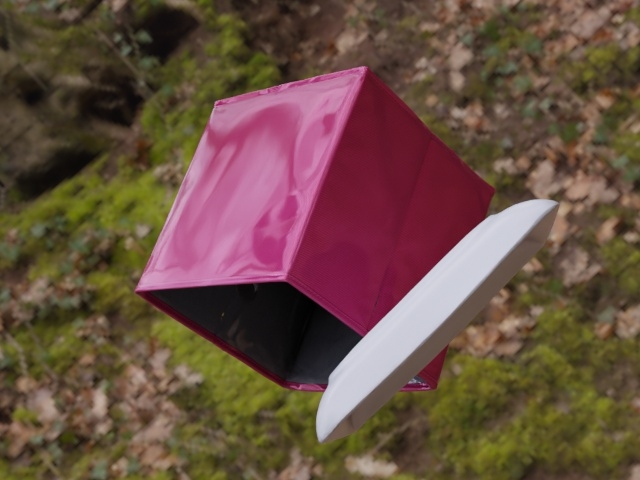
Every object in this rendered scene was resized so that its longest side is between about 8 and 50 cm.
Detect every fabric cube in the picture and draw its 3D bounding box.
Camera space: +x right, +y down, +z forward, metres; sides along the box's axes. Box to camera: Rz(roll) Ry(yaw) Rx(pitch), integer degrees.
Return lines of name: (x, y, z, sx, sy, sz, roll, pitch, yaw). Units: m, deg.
fabric cube: (0.000, 0.000, 1.327, 0.254, 0.259, 0.258, -8, 54, 45)

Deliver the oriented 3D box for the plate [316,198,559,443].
plate: (0.102, 0.071, 1.084, 0.278, 0.045, 0.277, -45, -11, 1)
